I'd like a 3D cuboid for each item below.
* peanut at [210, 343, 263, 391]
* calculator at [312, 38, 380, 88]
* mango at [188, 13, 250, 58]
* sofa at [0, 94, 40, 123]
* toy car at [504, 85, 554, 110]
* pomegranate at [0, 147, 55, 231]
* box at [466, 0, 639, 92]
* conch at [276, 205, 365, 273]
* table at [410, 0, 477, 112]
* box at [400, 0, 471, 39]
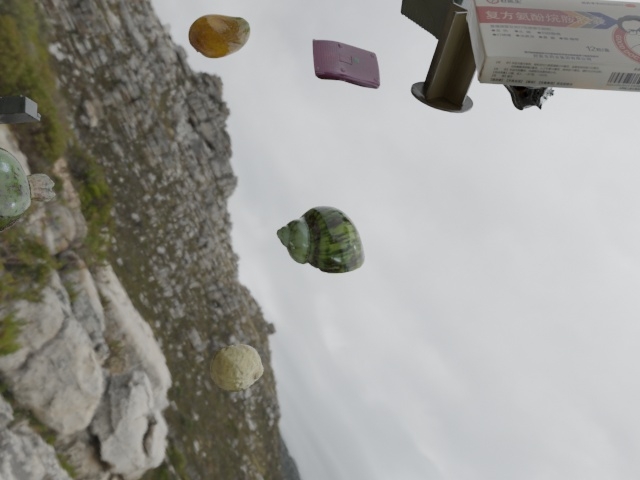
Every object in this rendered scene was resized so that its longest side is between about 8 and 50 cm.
[{"bbox_3d":[-0.240,0.367,1.664,0.141,0.159,0.109,-63,-143,27],"label":"peanut"},{"bbox_3d":[0.070,-0.465,1.505,0.034,0.190,0.127,129,-38,-56],"label":"calculator"},{"bbox_3d":[-0.271,-0.546,1.543,0.089,0.165,0.115,-98,-167,-54],"label":"mango"},{"bbox_3d":[-0.883,-0.373,1.630,0.085,0.147,0.060,66,20,-82],"label":"sofa"},{"bbox_3d":[0.578,-0.531,1.732,0.301,0.118,0.193,52,4,16],"label":"toy car"},{"bbox_3d":[-0.727,-0.116,1.305,0.202,0.248,0.202,4,-84,38],"label":"pomegranate"},{"bbox_3d":[0.469,-0.380,1.096,0.069,0.353,0.214,96,-2,-53],"label":"box"},{"bbox_3d":[-0.001,-0.002,1.342,0.187,0.181,0.124,-109,179,-52],"label":"conch"},{"bbox_3d":[0.336,-0.455,1.423,0.167,0.167,0.227,53,-38,39],"label":"table"},{"bbox_3d":[0.364,-0.778,1.844,0.274,0.138,0.178,48,-31,28],"label":"box"}]
